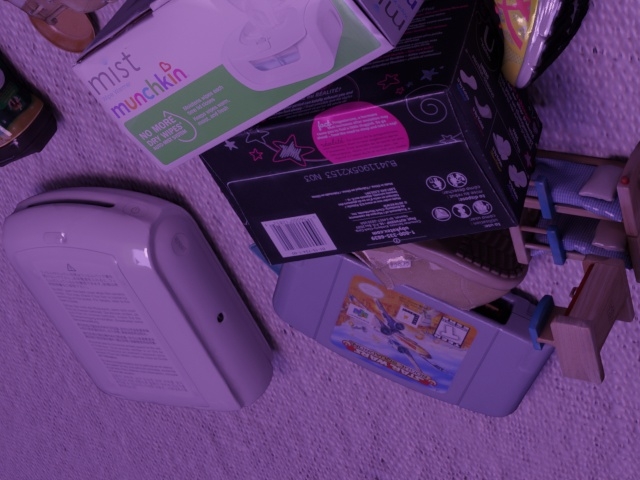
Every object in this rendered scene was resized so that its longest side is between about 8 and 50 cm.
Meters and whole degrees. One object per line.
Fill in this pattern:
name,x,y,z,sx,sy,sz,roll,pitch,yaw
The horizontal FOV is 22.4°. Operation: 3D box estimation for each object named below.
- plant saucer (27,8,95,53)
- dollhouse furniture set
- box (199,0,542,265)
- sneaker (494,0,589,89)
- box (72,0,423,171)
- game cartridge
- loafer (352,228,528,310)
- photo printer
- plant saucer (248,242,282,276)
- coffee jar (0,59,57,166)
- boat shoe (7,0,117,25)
plant saucer,-0.264,-0.229,1.659,0.083,0.015,0.083,21,144,16
dollhouse furniture set,0.212,0.006,1.429,0.129,0.183,0.129,10,140,30
box,0.045,-0.094,1.405,0.247,0.142,0.163,-9,131,29
sneaker,0.165,-0.214,1.297,0.094,0.081,0.208,27,140,20
box,-0.033,-0.207,1.276,0.262,0.231,0.127,-25,115,39
game cartridge,0.094,0.084,1.721,0.297,0.062,0.198,24,143,5
loafer,0.070,-0.005,1.594,0.269,0.102,0.092,28,132,4
photo printer,-0.222,0.063,1.911,0.256,0.107,0.307,2,135,36
plant saucer,0.000,0.000,1.738,0.067,0.018,0.192,44,143,-17
coffee jar,-0.377,-0.164,1.772,0.096,0.079,0.184,-15,124,43
boat shoe,-0.211,-0.273,1.488,0.103,0.113,0.302,48,154,-24
